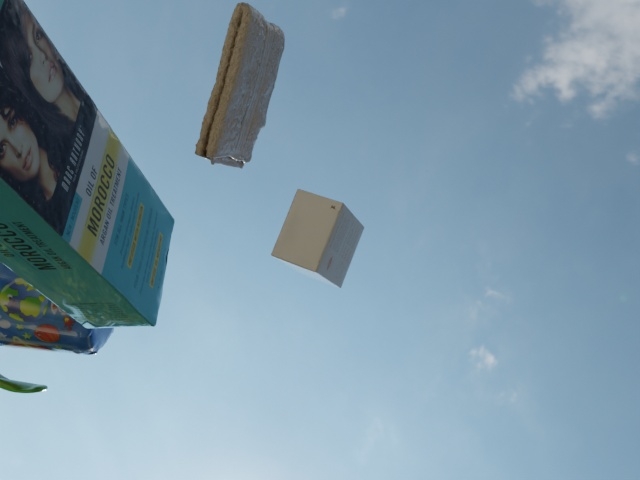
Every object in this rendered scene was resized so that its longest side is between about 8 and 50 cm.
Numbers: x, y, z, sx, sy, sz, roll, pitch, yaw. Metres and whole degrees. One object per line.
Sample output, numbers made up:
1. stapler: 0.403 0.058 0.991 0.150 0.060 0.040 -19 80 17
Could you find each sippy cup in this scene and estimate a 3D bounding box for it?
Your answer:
1. sippy cup: -0.476 0.096 1.120 0.224 0.240 0.306 13 -60 -1

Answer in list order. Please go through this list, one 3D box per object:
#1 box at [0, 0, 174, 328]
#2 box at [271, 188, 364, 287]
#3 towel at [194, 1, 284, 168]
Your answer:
1. box: -0.170 -0.034 0.411 0.060 0.244 0.101 -2 -119 9
2. box: 0.000 0.000 1.154 0.091 0.170 0.130 20 -98 20
3. towel: -0.140 -0.270 1.161 0.049 0.187 0.282 18 -82 13
